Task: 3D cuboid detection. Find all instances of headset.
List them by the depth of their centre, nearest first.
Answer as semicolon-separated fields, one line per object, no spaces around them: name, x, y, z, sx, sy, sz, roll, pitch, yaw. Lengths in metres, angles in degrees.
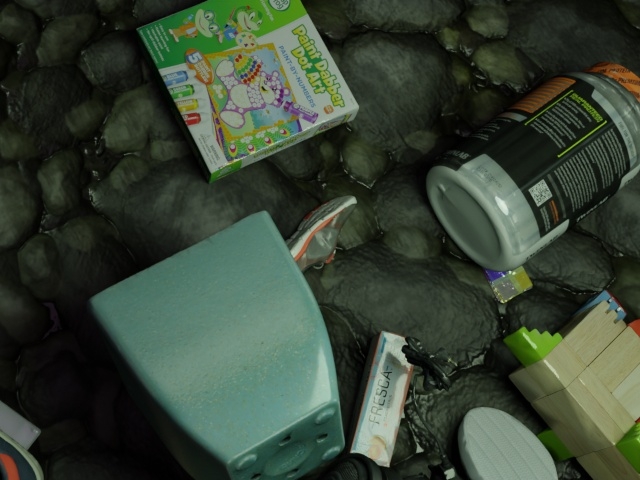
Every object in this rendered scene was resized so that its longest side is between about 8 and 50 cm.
headset;0.093;0.330;1.238;0.243;0.185;0.394;10;104;-20

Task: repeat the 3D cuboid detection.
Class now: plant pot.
plant pot;-0.097;0.167;1.184;0.247;0.247;0.252;-28;56;-15

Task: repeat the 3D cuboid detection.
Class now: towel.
towel;0.273;0.046;1.441;0.060;0.009;0.083;-23;80;-13

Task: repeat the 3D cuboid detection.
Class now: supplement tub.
supplement tub;0.325;-0.113;1.396;0.316;0.193;0.194;-35;82;-15

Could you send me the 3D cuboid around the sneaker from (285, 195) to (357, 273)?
sneaker;0.000;0.000;1.397;0.158;0.061;0.065;-44;112;-16

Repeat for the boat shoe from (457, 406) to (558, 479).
boat shoe;0.260;0.368;1.263;0.121;0.119;0.335;-2;39;-20

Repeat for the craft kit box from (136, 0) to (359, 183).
craft kit box;-0.108;-0.245;1.440;0.246;0.061;0.250;-26;80;-17

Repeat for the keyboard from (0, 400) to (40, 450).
keyboard;-0.492;0.206;1.280;0.256;0.014;0.072;35;68;2

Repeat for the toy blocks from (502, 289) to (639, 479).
toy blocks;0.456;0.213;1.355;0.261;0.191;0.381;-37;84;-28

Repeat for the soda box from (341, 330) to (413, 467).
soda box;0.082;0.220;1.335;0.058;0.063;0.183;18;73;-5

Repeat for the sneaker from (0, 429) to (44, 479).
sneaker;-0.503;0.231;1.187;0.350;0.148;0.131;31;87;2
